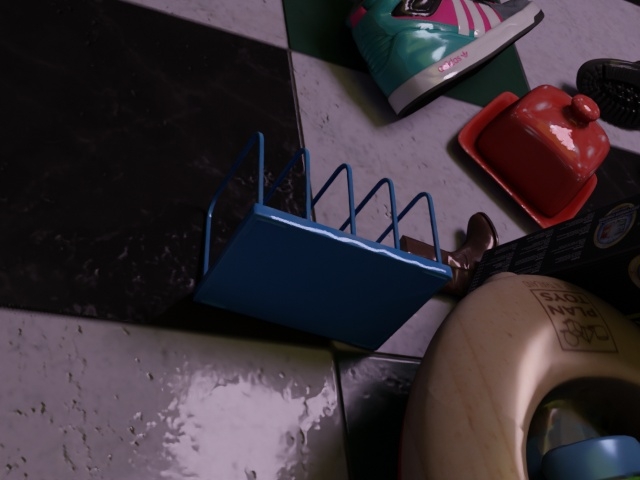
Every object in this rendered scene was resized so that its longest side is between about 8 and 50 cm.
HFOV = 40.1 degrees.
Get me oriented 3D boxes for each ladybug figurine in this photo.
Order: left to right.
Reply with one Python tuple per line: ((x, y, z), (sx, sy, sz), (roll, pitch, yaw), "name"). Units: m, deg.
((0.186, 0.233, 0.631), (0.305, 0.162, 0.449), (6, 56, -26), "ladybug figurine")

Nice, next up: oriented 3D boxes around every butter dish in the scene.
((0.261, -0.115, 0.977), (0.160, 0.118, 0.160), (46, 45, 4), "butter dish")

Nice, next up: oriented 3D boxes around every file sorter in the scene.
((0.000, 0.000, 0.720), (0.170, 0.118, 0.104), (18, 47, -22), "file sorter")

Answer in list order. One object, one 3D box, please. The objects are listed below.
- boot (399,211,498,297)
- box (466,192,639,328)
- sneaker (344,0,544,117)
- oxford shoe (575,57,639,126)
((0.117, 0.007, 0.850), (0.114, 0.037, 0.106), (12, 54, -21), "boot")
((0.290, 0.057, 0.746), (0.216, 0.270, 0.060), (34, 63, -17), "box")
((0.131, -0.269, 1.011), (0.295, 0.124, 0.178), (-36, 90, -43), "sneaker")
((0.429, -0.207, 1.199), (0.227, 0.083, 0.096), (11, 33, -28), "oxford shoe")
